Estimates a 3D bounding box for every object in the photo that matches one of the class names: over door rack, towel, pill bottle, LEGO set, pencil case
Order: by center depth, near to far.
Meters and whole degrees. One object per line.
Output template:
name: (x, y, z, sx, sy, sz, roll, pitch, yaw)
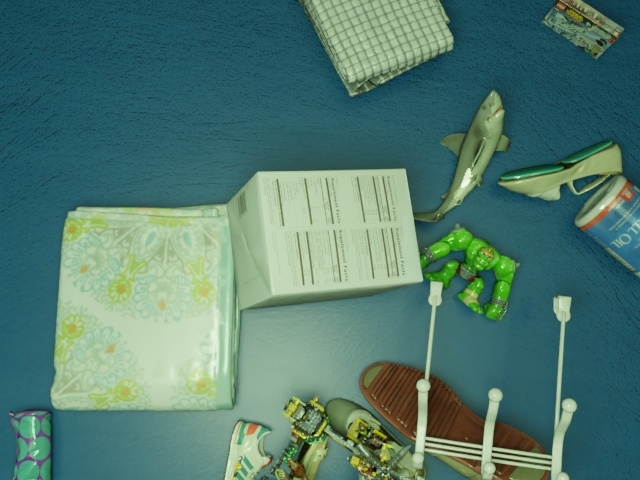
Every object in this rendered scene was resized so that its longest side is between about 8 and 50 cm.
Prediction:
LEGO set: (-0.025, 0.395, 1.002, 0.255, 0.192, 0.331, 37, 75, 22)
over door rack: (0.279, 0.215, 1.066, 0.240, 0.108, 0.324, 6, 66, 9)
pencil case: (-0.507, 0.373, 1.156, 0.070, 0.064, 0.151, 0, 80, -18)
towel: (-0.306, 0.116, 1.196, 0.321, 0.090, 0.374, 0, 80, 1)
pill bottle: (0.595, -0.007, 1.217, 0.221, 0.124, 0.124, 40, 82, 5)
towel: (0.102, -0.440, 1.282, 0.235, 0.121, 0.283, -24, 80, -7)

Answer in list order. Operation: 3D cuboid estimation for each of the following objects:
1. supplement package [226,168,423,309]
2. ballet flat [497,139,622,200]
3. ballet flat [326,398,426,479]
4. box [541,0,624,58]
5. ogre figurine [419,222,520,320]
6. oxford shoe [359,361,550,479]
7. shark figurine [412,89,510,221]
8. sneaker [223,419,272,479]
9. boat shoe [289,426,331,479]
supplement package: (0.000, 0.000, 1.126, 0.263, 0.199, 0.198, -4, 80, -23)
ballet flat: (0.462, -0.119, 1.260, 0.248, 0.086, 0.086, -18, 82, -5)
ballet flat: (0.103, 0.352, 1.170, 0.213, 0.068, 0.072, 43, 57, 4)
box: (0.513, -0.423, 1.299, 0.137, 0.094, 0.027, 36, 82, 4)
ogre figurine: (0.275, 0.051, 1.220, 0.197, 0.097, 0.118, 36, 100, 19)
oxford shoe: (0.216, 0.341, 1.156, 0.348, 0.130, 0.123, 31, 59, 23)
shark figurine: (0.259, -0.147, 1.263, 0.116, 0.166, 0.278, 34, 99, 29)
sneaker: (-0.126, 0.402, 1.164, 0.075, 0.057, 0.161, 7, 78, 5)
boat shoe: (-0.014, 0.395, 1.173, 0.048, 0.056, 0.153, 27, 82, -6)
